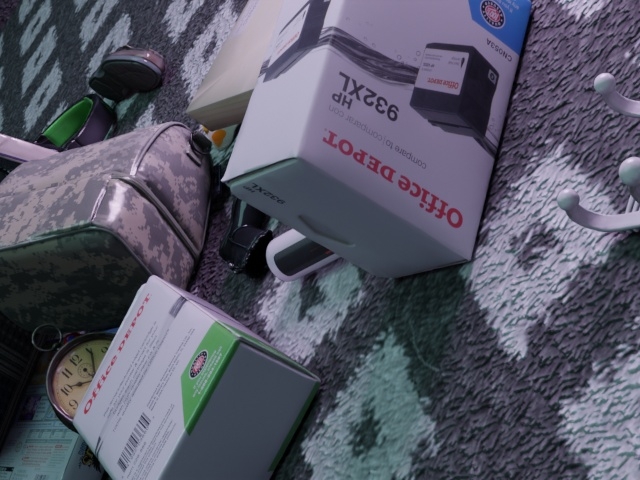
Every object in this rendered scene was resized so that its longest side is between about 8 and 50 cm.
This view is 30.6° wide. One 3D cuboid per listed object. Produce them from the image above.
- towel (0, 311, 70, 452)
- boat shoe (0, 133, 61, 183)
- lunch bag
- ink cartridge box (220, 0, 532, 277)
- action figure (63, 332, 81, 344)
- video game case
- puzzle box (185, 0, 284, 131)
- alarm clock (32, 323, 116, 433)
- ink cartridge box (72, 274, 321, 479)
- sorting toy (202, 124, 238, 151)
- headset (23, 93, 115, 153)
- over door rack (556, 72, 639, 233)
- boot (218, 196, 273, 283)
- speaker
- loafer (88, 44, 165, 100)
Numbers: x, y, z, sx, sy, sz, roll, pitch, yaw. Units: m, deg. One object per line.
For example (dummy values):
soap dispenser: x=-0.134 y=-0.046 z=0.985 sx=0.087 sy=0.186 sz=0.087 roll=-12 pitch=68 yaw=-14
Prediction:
towel: x=-0.483 y=0.153 z=1.732 sx=0.056 sy=0.312 sz=0.324 roll=10 pitch=68 yaw=24
boat shoe: x=-0.461 y=-0.072 z=1.846 sx=0.127 sy=0.340 sz=0.158 roll=-164 pitch=92 yaw=-73
lunch bag: x=-0.306 y=-0.030 z=1.616 sx=0.305 sy=0.212 sz=0.256 roll=-11 pitch=47 yaw=29
ink cartridge box: x=0.064 y=-0.148 z=1.158 sx=0.129 sy=0.223 sz=0.307 roll=-15 pitch=52 yaw=52
action figure: x=-0.358 y=0.164 z=1.644 sx=0.038 sy=0.030 sz=0.115 roll=-41 pitch=31 yaw=41
video game case: x=-0.358 y=0.254 z=1.652 sx=0.269 sy=0.061 sz=0.244 roll=-13 pitch=54 yaw=54
puzzle box: x=-0.014 y=-0.343 z=1.595 sx=0.272 sy=0.052 sz=0.409 roll=-7 pitch=51 yaw=57
alarm clock: x=-0.300 y=0.175 z=1.514 sx=0.129 sy=0.192 sz=0.064 roll=-44 pitch=-13 yaw=-21
ink cartridge box: x=-0.149 y=0.181 z=1.314 sx=0.211 sy=0.121 sz=0.289 roll=-61 pitch=28 yaw=-1
sorting toy: x=-0.136 y=-0.184 z=1.723 sx=0.075 sy=0.045 sz=0.083 roll=-33 pitch=34 yaw=10
headset: x=-0.554 y=-0.131 z=2.194 sx=0.394 sy=0.185 sz=0.243 roll=-54 pitch=26 yaw=-11
over door rack: x=0.320 y=-0.131 z=0.850 sx=0.324 sy=0.108 sz=0.239 roll=-1 pitch=64 yaw=58
boot: x=-0.085 y=-0.012 z=1.466 sx=0.099 sy=0.045 sz=0.121 roll=28 pitch=96 yaw=64
speaker: x=0.000 y=0.000 z=1.307 sx=0.136 sy=0.055 sz=0.055 roll=-28 pitch=43 yaw=45
loafer: x=-0.350 y=-0.324 z=2.140 sx=0.267 sy=0.096 sz=0.084 roll=-6 pitch=54 yaw=59
